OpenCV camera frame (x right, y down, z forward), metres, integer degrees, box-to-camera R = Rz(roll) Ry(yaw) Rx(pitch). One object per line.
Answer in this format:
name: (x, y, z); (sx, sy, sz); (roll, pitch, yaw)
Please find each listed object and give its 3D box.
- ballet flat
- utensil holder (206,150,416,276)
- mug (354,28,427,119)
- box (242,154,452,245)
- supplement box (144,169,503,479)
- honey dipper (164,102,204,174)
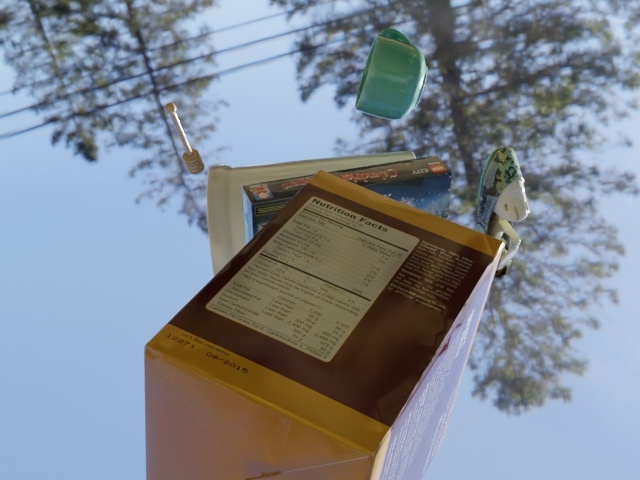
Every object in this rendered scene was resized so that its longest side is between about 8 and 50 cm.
ballet flat: (0.228, -0.027, 1.115); (0.070, 0.188, 0.070); (2, -140, -2)
utensil holder: (0.000, 0.000, 1.698); (0.385, 0.327, 0.327); (-6, -154, 1)
mug: (0.125, -0.281, 1.493); (0.097, 0.158, 0.129); (16, -179, -4)
box: (0.031, -0.003, 1.022); (0.233, 0.159, 0.044); (-10, -146, -15)
supplement box: (0.002, 0.098, 0.548); (0.129, 0.191, 0.194); (23, -139, 18)
honey dipper: (-0.226, -0.168, 1.466); (0.030, 0.160, 0.030); (-6, -125, 9)
